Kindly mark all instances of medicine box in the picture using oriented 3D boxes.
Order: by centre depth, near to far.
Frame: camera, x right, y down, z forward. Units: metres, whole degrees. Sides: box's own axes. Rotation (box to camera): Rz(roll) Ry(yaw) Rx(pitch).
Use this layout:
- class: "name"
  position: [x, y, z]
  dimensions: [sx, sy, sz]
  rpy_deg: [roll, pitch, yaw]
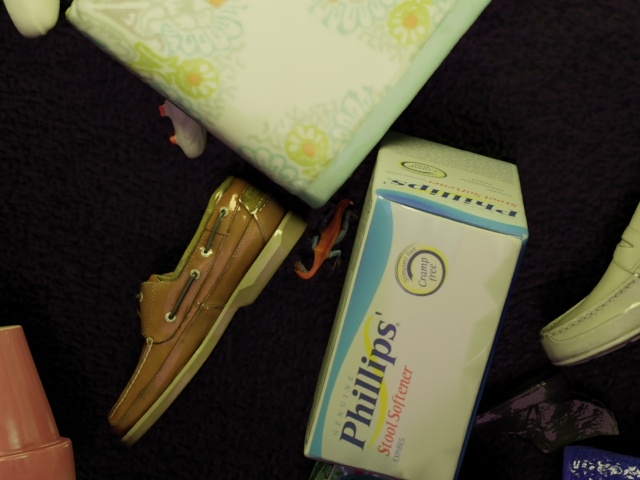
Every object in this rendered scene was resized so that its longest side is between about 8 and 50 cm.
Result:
- class: "medicine box"
  position: [0.094, 0.060, 1.678]
  dimensions: [0.149, 0.289, 0.263]
  rpy_deg: [14, 106, 0]

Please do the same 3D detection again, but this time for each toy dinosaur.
- class: "toy dinosaur"
  position: [0.000, 0.000, 1.785]
  dimensions: [0.047, 0.090, 0.082]
  rpy_deg: [25, 74, 12]

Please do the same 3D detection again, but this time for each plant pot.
- class: "plant pot"
  position: [-0.367, 0.186, 1.805]
  dimensions: [0.201, 0.201, 0.180]
  rpy_deg: [-8, 89, 6]

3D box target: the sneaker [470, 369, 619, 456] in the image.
- class: "sneaker"
  position: [0.224, 0.199, 1.833]
  dimensions: [0.170, 0.051, 0.089]
  rpy_deg: [-26, 99, 7]

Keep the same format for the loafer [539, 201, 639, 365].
- class: "loafer"
  position: [0.349, 0.010, 1.748]
  dimensions: [0.319, 0.112, 0.111]
  rpy_deg: [-37, 96, 5]

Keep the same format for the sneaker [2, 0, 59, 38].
- class: "sneaker"
  position: [-0.260, -0.342, 1.681]
  dimensions: [0.123, 0.106, 0.290]
  rpy_deg: [0, 104, 6]

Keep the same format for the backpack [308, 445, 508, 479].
- class: "backpack"
  position: [0.072, 0.341, 1.821]
  dimensions: [0.225, 0.191, 0.253]
  rpy_deg: [25, 111, -4]

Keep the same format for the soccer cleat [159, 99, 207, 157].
- class: "soccer cleat"
  position: [-0.131, -0.181, 1.742]
  dimensions: [0.076, 0.068, 0.196]
  rpy_deg: [-9, 102, 3]

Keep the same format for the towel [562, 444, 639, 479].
- class: "towel"
  position: [0.393, 0.339, 1.791]
  dimensions: [0.308, 0.076, 0.227]
  rpy_deg: [7, 121, 18]

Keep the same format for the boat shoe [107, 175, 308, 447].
- class: "boat shoe"
  position: [-0.142, 0.071, 1.799]
  dimensions: [0.104, 0.111, 0.307]
  rpy_deg: [36, 95, -3]

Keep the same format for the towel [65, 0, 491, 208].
- class: "towel"
  position: [-0.010, -0.265, 1.672]
  dimensions: [0.320, 0.090, 0.374]
  rpy_deg: [38, 95, -11]
